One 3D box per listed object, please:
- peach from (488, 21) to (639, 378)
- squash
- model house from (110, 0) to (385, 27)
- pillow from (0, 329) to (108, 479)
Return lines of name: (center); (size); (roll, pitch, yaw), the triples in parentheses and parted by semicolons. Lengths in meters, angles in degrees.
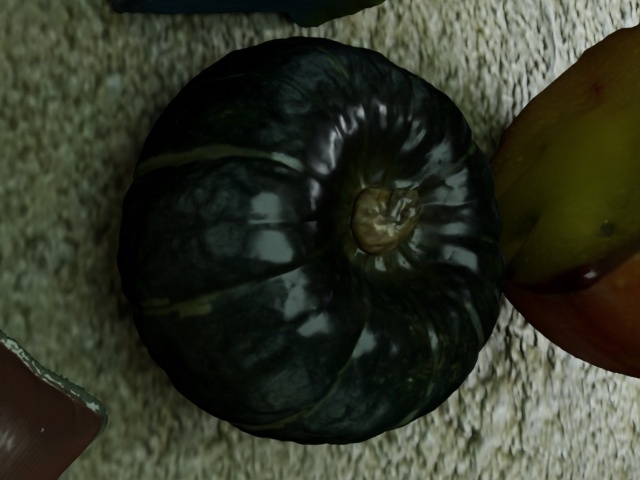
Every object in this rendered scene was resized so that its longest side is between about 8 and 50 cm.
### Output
peach: (0.236, -0.030, 0.755); (0.338, 0.281, 0.281); (-7, 91, -57)
squash: (0.000, 0.000, 0.649); (0.252, 0.165, 0.252); (3, 85, -37)
model house: (0.035, -0.250, 0.651); (0.303, 0.237, 0.215); (0, 86, -38)
pillow: (-0.224, 0.093, 0.526); (0.171, 0.075, 0.179); (-48, 112, -24)
